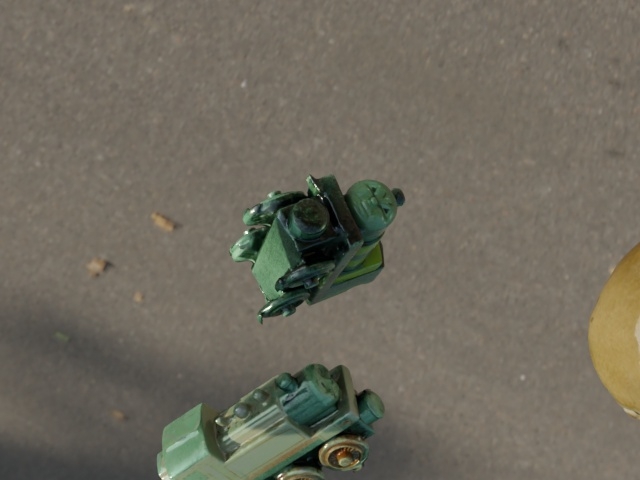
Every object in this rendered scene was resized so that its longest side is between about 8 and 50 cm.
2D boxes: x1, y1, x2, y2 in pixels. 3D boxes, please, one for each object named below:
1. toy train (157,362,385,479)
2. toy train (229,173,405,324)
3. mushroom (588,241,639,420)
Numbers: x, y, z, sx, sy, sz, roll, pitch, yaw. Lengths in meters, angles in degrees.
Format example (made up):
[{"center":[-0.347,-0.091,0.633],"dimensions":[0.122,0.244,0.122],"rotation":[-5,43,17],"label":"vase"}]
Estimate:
[{"center":[-0.042,0.174,1.028],"dimensions":[0.194,0.081,0.125],"rotation":[-36,128,19],"label":"toy train"},{"center":[0.000,0.001,0.986],"dimensions":[0.083,0.132,0.200],"rotation":[66,163,9],"label":"toy train"},{"center":[0.169,0.039,0.400],"dimensions":[0.209,0.071,0.084],"rotation":[20,115,-48],"label":"mushroom"}]
